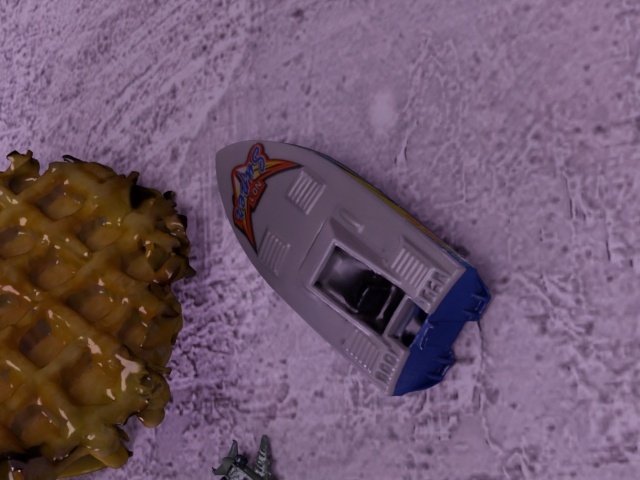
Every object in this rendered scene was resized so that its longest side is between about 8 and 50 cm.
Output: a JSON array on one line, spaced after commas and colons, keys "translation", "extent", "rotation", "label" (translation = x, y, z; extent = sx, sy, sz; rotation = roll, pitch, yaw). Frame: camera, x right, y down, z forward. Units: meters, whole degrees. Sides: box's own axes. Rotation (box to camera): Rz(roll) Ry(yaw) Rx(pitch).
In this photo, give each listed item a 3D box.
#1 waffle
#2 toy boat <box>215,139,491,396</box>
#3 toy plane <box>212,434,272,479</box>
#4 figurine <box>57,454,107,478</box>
[{"translation": [-0.305, 0.069, 1.139], "extent": [0.379, 0.095, 0.382], "rotation": [-2, 54, 4], "label": "waffle"}, {"translation": [0.000, 0.000, 1.042], "extent": [0.295, 0.088, 0.129], "rotation": [41, 111, 34], "label": "toy boat"}, {"translation": [-0.065, 0.217, 1.109], "extent": [0.083, 0.033, 0.080], "rotation": [34, 93, 36], "label": "toy plane"}, {"translation": [-0.350, 0.137, 1.262], "extent": [0.169, 0.218, 0.327], "rotation": [-46, 52, 41], "label": "figurine"}]
